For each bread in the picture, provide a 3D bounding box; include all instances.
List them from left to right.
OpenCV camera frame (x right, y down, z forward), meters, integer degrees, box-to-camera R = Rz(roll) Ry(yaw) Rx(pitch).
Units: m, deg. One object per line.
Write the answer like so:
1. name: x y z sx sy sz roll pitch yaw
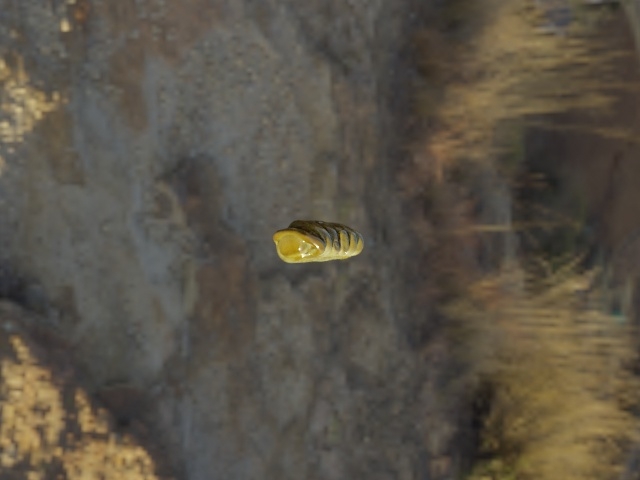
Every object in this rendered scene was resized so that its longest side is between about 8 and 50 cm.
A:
1. bread: 0.000 0.000 1.200 0.088 0.049 0.033 0 85 -54
